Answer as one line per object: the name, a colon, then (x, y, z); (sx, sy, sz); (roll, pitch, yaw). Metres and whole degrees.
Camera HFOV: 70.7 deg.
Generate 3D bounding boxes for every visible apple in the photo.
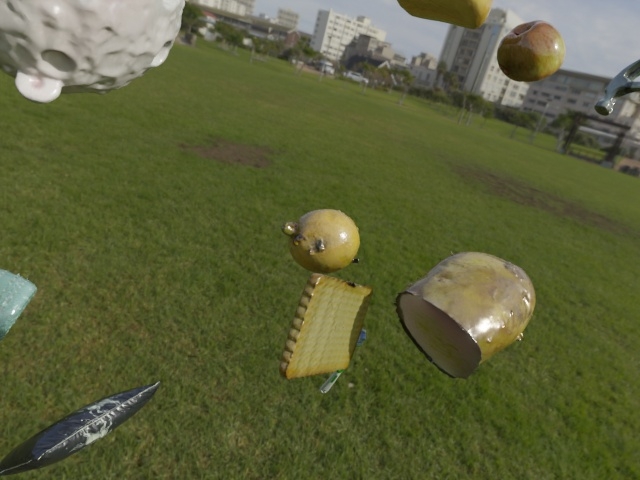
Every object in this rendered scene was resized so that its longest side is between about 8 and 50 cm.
apple: (0.427, -0.384, 0.911); (0.125, 0.102, 0.126); (-20, 32, 14)

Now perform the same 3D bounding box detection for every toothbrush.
toothbrush: (0.054, 0.318, 1.157); (0.030, 0.304, 0.030); (13, 44, -13)

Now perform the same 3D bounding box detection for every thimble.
thimble: (-0.983, 0.198, 1.365); (0.143, 0.198, 0.235); (37, 51, -23)

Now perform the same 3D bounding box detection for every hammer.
hammer: (0.537, -0.231, 0.657); (0.029, 0.103, 0.246); (35, 1, -24)

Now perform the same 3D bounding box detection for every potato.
potato: (0.310, 0.122, 0.904); (0.266, 0.230, 0.229); (-38, 50, -27)

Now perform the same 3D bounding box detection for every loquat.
loquat: (0.000, 0.000, 1.066); (0.204, 0.150, 0.172); (17, -19, -30)

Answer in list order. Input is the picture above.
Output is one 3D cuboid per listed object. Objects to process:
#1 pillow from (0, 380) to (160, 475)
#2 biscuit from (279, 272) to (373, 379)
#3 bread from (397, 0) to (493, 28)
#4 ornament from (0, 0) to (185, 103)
pillow: (-0.361, 0.285, 0.691); (0.055, 0.141, 0.208); (60, 28, 6)
biscuit: (0.018, 0.149, 0.791); (0.029, 0.173, 0.254); (17, -4, 29)
bread: (0.253, -0.519, 0.931); (0.217, 0.098, 0.147); (35, 5, 32)
ornament: (-0.347, -0.376, 0.616); (0.336, 0.338, 0.337); (14, 21, -5)
